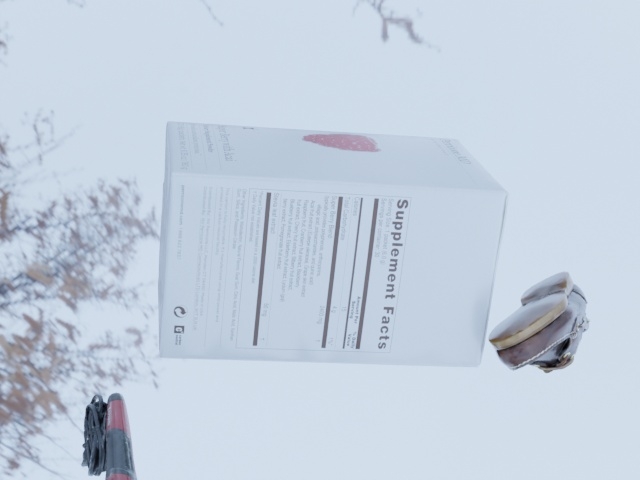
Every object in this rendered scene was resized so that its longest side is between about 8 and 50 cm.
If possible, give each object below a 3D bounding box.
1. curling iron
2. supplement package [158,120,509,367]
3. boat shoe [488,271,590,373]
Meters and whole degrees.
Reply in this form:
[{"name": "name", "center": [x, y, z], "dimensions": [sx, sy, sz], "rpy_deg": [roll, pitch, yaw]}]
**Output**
[{"name": "curling iron", "center": [-0.149, 0.209, 0.843], "dimensions": [0.035, 0.068, 0.274], "rpy_deg": [4, -154, -21]}, {"name": "supplement package", "center": [0.000, 0.000, 1.036], "dimensions": [0.293, 0.177, 0.175], "rpy_deg": [3, -70, -10]}, {"name": "boat shoe", "center": [0.217, 0.086, 1.050], "dimensions": [0.073, 0.207, 0.073], "rpy_deg": [-24, -89, 28]}]
